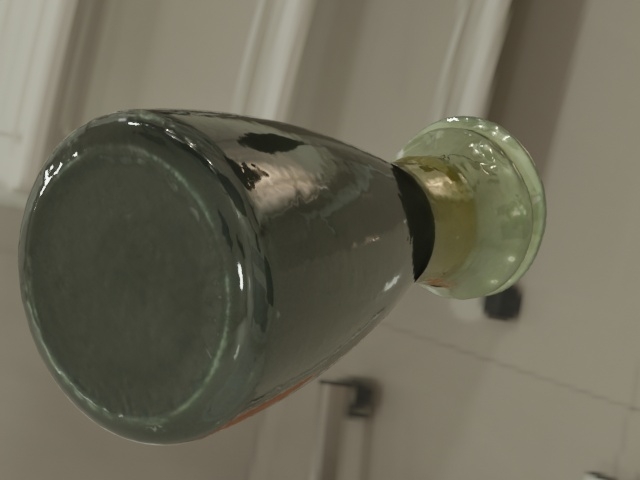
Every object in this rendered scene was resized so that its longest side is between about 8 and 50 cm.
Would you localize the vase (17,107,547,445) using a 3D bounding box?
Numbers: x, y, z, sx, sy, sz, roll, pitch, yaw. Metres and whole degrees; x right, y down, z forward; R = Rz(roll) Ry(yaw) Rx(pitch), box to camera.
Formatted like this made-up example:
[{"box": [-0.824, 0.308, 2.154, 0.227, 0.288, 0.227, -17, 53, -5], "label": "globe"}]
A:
[{"box": [0.000, 0.000, 1.003, 0.173, 0.321, 0.173, 8, 103, 38], "label": "vase"}]
